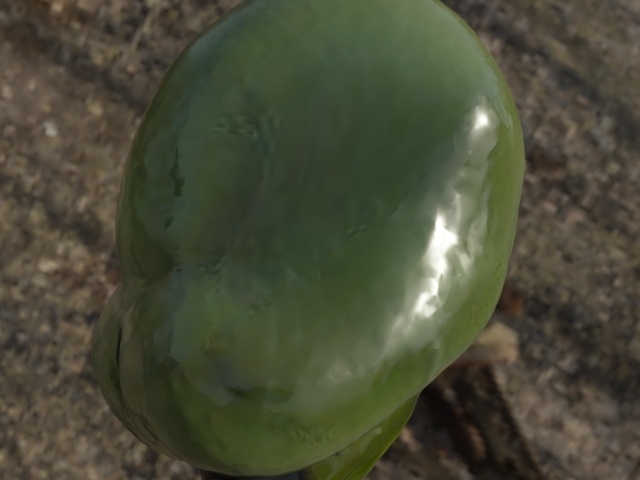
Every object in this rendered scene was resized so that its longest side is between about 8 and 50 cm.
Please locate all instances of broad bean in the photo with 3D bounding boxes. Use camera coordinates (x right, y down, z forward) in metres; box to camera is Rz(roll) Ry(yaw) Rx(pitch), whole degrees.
[{"bbox_3d":[0.000,0.000,0.658,0.169,0.228,0.100,15,-4,-24],"label":"broad bean"}]
